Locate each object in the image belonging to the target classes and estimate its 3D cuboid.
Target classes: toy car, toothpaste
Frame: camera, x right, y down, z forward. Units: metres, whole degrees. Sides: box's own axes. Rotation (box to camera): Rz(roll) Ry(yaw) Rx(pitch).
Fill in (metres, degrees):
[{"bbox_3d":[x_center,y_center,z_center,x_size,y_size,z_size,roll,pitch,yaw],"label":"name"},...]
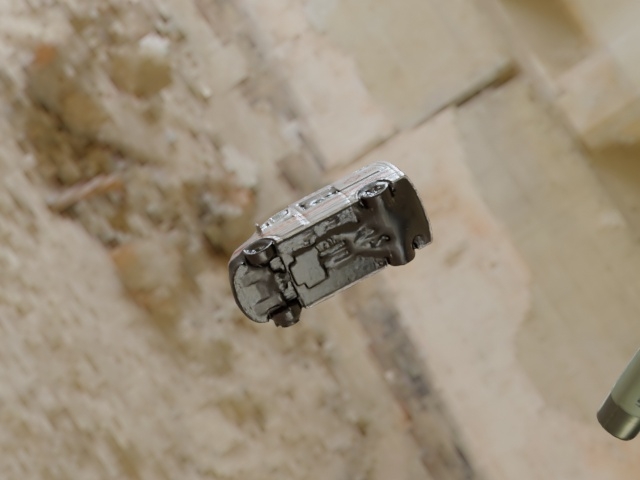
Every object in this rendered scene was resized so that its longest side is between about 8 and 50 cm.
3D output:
[{"bbox_3d":[0.000,0.000,1.869,0.089,0.210,0.108,66,-10,-26],"label":"toy car"},{"bbox_3d":[0.277,0.054,1.404,0.062,0.239,0.039,-7,47,-45],"label":"toothpaste"}]
